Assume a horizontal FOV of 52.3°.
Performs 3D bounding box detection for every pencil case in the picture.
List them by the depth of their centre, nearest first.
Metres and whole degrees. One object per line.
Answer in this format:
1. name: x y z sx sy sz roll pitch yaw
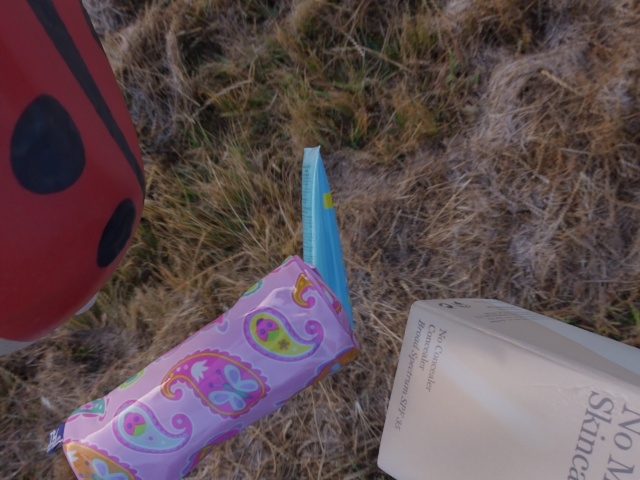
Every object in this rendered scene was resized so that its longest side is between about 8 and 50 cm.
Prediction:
1. pencil case: -0.101 0.133 0.610 0.284 0.124 0.124 -35 89 1

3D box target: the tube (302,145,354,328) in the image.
1. tube: 0.000 0.000 0.723 0.052 0.080 0.207 -9 97 -17

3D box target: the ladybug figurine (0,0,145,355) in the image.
1. ladybug figurine: -0.235 -0.111 0.387 0.162 0.449 0.305 -17 46 5

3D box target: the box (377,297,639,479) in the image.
1. box: 0.199 0.150 0.433 0.121 0.311 0.148 5 99 -43
